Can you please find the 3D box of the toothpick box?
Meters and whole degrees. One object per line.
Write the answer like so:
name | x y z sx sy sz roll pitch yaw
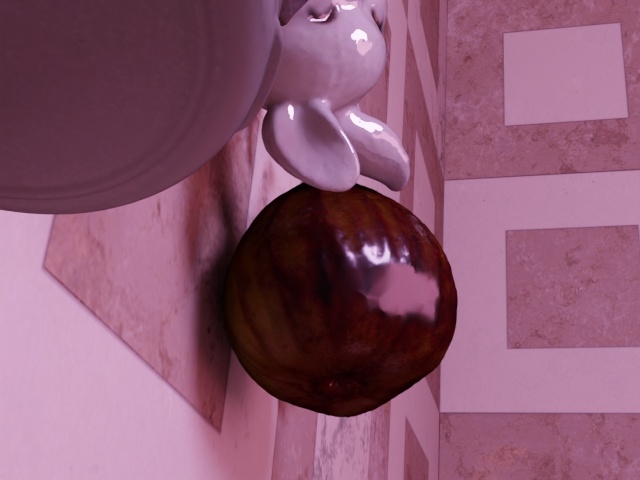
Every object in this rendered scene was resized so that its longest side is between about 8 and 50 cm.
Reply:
toothpick box | -0.099 -0.194 0.428 0.316 0.229 0.229 -80 162 -44

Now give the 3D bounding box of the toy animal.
toy animal | -0.012 -0.193 0.842 0.208 0.154 0.325 -8 85 -62

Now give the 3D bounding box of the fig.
fig | 0.000 0.000 0.915 0.217 0.217 0.320 71 5 -50

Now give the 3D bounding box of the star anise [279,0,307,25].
star anise | -0.008 -0.296 0.607 0.108 0.315 0.315 0 87 -35
